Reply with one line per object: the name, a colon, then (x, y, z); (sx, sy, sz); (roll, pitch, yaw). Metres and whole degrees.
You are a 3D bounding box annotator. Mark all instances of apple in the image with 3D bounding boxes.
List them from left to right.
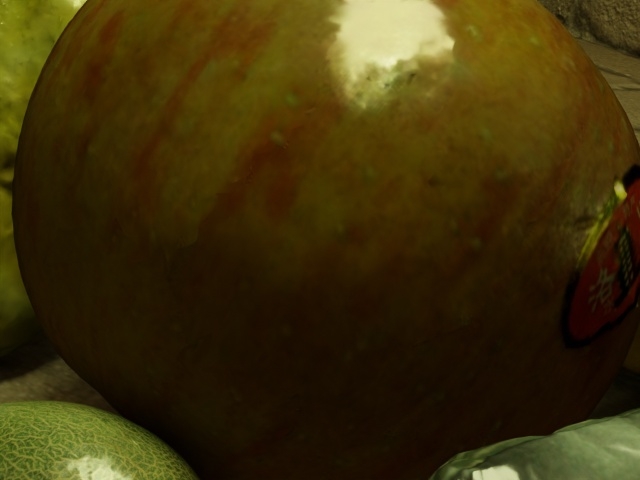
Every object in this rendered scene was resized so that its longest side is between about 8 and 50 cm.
apple: (0.000, 0.000, 0.761); (0.400, 0.333, 0.400); (33, -16, 11)

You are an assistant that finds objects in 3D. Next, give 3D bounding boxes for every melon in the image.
melon: (-0.128, 0.151, 0.613); (0.192, 0.139, 0.139); (13, 19, 27)

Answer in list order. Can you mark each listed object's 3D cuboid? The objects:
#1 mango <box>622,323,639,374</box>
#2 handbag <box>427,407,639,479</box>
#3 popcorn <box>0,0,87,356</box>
mango: (0.258, 0.002, 1.048); (0.253, 0.182, 0.365); (37, 5, 37)
handbag: (0.169, 0.222, 0.410); (0.247, 0.240, 0.341); (-6, 26, -36)
popcorn: (-0.251, -0.079, 1.001); (0.293, 0.292, 0.334); (-4, 15, -11)
